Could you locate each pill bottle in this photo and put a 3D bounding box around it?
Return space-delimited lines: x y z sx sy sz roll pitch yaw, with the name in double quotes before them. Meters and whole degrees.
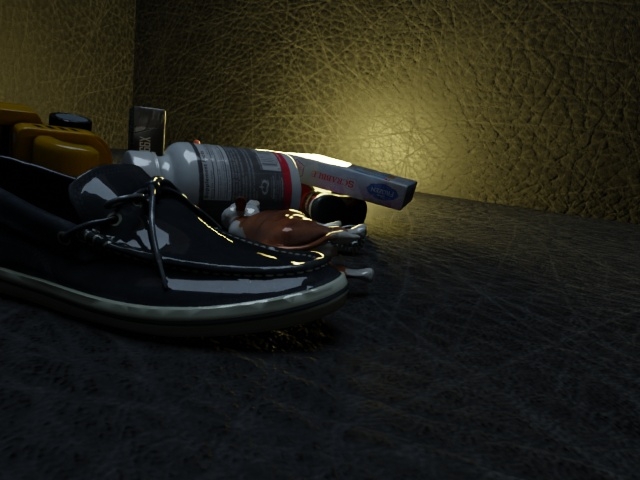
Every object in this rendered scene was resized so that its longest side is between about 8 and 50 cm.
"pill bottle" -0.214 -0.099 0.955 0.319 0.176 0.176 -1 13 -32

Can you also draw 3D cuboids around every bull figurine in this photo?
"bull figurine" -0.047 -0.003 0.757 0.189 0.101 0.310 5 11 -19

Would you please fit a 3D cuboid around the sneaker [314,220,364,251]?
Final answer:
"sneaker" 0.000 0.000 0.928 0.162 0.063 0.073 6 -7 -25

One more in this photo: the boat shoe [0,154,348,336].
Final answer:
"boat shoe" -0.213 -0.005 0.549 0.501 0.155 0.187 10 10 13

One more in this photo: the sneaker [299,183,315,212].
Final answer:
"sneaker" -0.149 -0.111 1.325 0.279 0.107 0.118 4 24 20

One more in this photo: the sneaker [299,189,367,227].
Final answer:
"sneaker" -0.001 -0.074 1.184 0.145 0.090 0.270 11 9 26

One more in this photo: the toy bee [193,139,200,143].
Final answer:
"toy bee" -0.389 -0.239 1.583 0.195 0.162 0.298 44 30 12

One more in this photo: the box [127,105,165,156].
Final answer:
"box" -0.475 -0.231 1.310 0.077 0.242 0.307 1 12 -24

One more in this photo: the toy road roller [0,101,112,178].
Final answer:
"toy road roller" -0.633 -0.177 1.078 0.330 0.202 0.241 -4 26 -45

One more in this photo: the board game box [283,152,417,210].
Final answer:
"board game box" 0.088 -0.166 1.314 0.318 0.065 0.319 17 13 13

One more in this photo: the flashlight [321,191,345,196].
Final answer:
"flashlight" -0.044 -0.137 1.436 0.305 0.103 0.103 7 10 8
